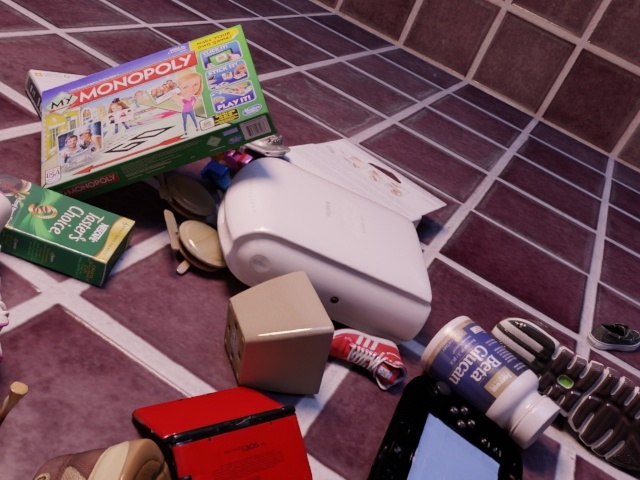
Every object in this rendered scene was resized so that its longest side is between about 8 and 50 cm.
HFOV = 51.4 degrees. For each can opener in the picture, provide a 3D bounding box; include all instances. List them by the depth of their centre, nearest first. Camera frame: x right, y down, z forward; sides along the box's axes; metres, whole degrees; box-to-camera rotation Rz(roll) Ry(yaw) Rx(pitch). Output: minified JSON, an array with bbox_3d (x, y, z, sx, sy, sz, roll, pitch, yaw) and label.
[{"bbox_3d":[-0.178,-0.185,1.223,0.283,0.095,0.076,24,26,28],"label":"can opener"}]

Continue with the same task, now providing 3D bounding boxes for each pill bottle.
[{"bbox_3d":[0.221,0.185,0.868,0.094,0.094,0.169,-11,44,-48],"label":"pill bottle"}]

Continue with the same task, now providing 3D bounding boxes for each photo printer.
[{"bbox_3d":[0.000,0.000,0.972,0.307,0.107,0.256,24,28,-13],"label":"photo printer"}]

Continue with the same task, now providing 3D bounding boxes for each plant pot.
[{"bbox_3d":[-0.056,0.111,0.776,0.096,0.109,0.109,-4,38,-22],"label":"plant pot"}]

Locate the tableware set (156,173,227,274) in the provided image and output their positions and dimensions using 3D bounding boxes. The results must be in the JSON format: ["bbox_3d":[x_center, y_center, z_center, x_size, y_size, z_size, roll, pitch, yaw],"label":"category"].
[{"bbox_3d":[-0.182,-0.022,0.961,0.128,0.039,0.194,22,30,-39],"label":"tableware set"}]

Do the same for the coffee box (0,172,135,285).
[{"bbox_3d":[-0.337,-0.017,0.830,0.184,0.040,0.113,22,28,-5],"label":"coffee box"}]

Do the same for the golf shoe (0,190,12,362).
[{"bbox_3d":[-0.355,0.060,0.636,0.140,0.115,0.306,29,33,-15],"label":"golf shoe"}]

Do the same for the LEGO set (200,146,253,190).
[{"bbox_3d":[-0.182,-0.164,1.081,0.093,0.227,0.087,29,67,17],"label":"LEGO set"}]

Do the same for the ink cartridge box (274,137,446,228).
[{"bbox_3d":[0.073,-0.096,1.267,0.275,0.060,0.239,37,29,22],"label":"ink cartridge box"}]

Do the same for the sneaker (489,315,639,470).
[{"bbox_3d":[0.369,0.196,0.967,0.281,0.106,0.162,41,13,6],"label":"sneaker"}]

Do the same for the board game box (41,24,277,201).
[{"bbox_3d":[-0.238,-0.183,0.948,0.317,0.046,0.214,-19,53,0],"label":"board game box"}]

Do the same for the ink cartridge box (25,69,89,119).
[{"bbox_3d":[-0.371,-0.218,1.138,0.206,0.045,0.208,-2,38,-39],"label":"ink cartridge box"}]

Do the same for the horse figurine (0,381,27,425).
[{"bbox_3d":[-0.279,0.189,0.434,0.066,0.174,0.263,36,15,-20],"label":"horse figurine"}]

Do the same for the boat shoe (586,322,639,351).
[{"bbox_3d":[0.538,0.170,1.198,0.142,0.040,0.049,3,35,-34],"label":"boat shoe"}]

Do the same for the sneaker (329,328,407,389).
[{"bbox_3d":[0.059,0.153,0.851,0.118,0.042,0.067,13,27,-25],"label":"sneaker"}]

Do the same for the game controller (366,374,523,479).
[{"bbox_3d":[0.128,0.267,0.688,0.166,0.067,0.319,29,29,8],"label":"game controller"}]

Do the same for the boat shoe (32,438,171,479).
[{"bbox_3d":[-0.201,0.268,0.406,0.123,0.123,0.342,-3,34,11],"label":"boat shoe"}]

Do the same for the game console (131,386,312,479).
[{"bbox_3d":[-0.097,0.209,0.665,0.144,0.085,0.124,-3,70,-40],"label":"game console"}]
